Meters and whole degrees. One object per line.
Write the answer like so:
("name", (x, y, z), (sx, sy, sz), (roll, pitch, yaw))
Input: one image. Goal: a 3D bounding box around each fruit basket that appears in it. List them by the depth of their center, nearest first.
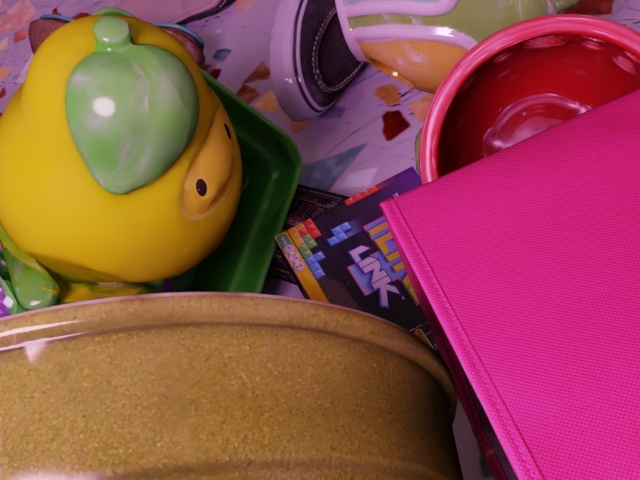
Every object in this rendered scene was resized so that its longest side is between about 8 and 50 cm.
("fruit basket", (-0.145, -0.016, 0.659), (0.392, 0.283, 0.392), (-37, 33, 29))

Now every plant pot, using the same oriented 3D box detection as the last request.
("plant pot", (-0.067, 0.269, 0.391), (0.366, 0.366, 0.353), (-20, 55, 10))
("plant pot", (0.176, -0.065, 0.643), (0.191, 0.191, 0.174), (-17, 2, 12))

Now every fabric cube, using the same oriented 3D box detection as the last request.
("fabric cube", (0.218, 0.084, 0.450), (0.258, 0.259, 0.254), (-25, 42, 1))

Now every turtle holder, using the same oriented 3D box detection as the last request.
("turtle holder", (0.140, -0.235, 0.829), (0.227, 0.320, 0.243), (-10, 16, 14))

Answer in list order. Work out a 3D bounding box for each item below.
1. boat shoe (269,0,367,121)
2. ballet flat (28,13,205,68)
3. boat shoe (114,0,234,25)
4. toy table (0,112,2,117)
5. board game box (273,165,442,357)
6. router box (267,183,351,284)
("boat shoe", (0.044, -0.271, 0.971), (0.119, 0.121, 0.335), (-3, 47, 31))
("ballet flat", (-0.305, -0.236, 1.151), (0.342, 0.116, 0.124), (14, 77, 32))
("boat shoe", (-0.216, -0.347, 1.241), (0.206, 0.075, 0.065), (-7, 4, 30))
("toy table", (-0.450, -0.022, 0.963), (0.274, 0.161, 0.252), (-23, 41, 5))
("board game box", (0.061, 0.036, 0.694), (0.141, 0.048, 0.170), (-29, 56, -6))
("router box", (0.000, 0.000, 0.800), (0.122, 0.038, 0.092), (17, 60, 38))
